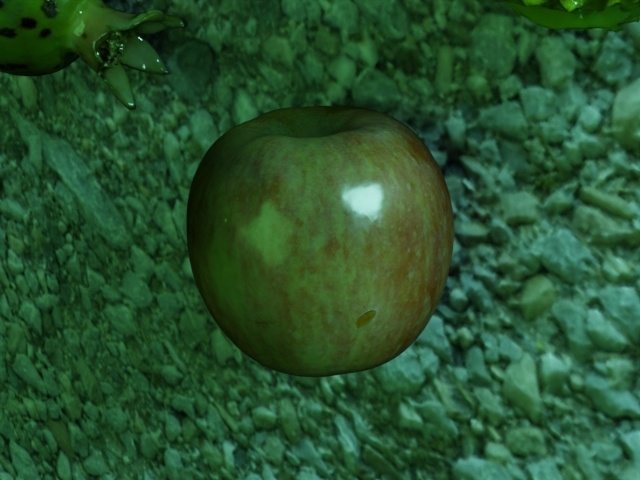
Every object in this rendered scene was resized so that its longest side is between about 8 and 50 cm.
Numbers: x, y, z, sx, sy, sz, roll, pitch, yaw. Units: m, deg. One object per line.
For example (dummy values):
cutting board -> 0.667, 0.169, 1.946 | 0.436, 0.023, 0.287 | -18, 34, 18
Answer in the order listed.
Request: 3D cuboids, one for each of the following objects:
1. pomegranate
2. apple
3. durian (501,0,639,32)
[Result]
pomegranate -> -0.222, -0.209, 0.940 | 0.220, 0.156, 0.156 | 12, 112, -1
apple -> 0.000, 0.000, 0.769 | 0.188, 0.188, 0.174 | 12, 113, 37
durian -> 0.140, -0.184, 0.650 | 0.375, 0.132, 0.107 | 40, 110, 32
